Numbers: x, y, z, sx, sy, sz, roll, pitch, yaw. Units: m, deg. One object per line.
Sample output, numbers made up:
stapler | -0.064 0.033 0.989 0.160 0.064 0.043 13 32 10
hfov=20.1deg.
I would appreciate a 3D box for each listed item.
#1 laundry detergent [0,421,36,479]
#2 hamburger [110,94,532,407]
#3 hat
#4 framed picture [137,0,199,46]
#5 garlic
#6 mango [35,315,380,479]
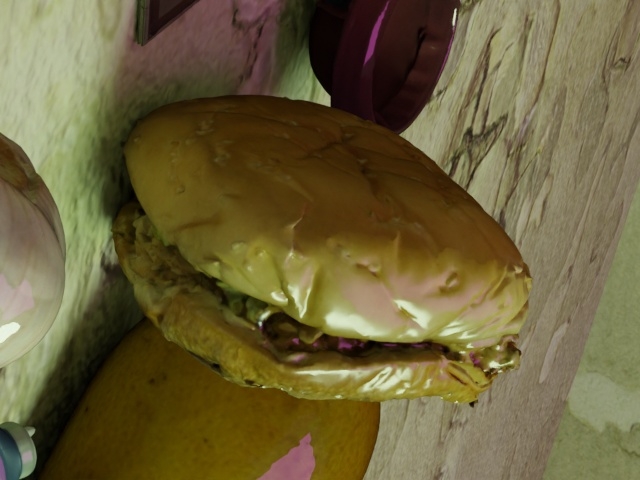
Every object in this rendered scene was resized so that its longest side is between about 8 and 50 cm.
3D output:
laundry detergent | -0.244 0.151 1.007 0.206 0.061 0.096 -23 122 -38
hamburger | 0.000 0.000 1.294 0.318 0.319 0.158 -23 137 -63
hat | 0.044 -0.176 1.502 0.205 0.089 0.205 -50 153 -38
framed picture | -0.067 -0.260 1.208 0.173 0.010 0.231 -46 155 -42
garlic | -0.249 0.015 0.882 0.226 0.199 0.199 -38 162 4
mango | -0.109 0.197 1.409 0.378 0.221 0.264 -49 169 -14
